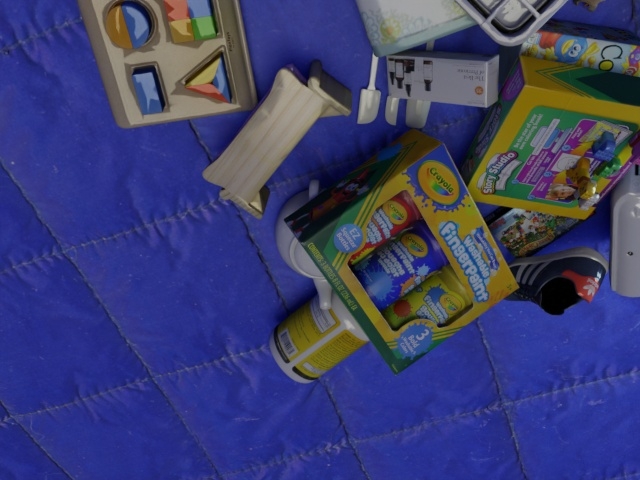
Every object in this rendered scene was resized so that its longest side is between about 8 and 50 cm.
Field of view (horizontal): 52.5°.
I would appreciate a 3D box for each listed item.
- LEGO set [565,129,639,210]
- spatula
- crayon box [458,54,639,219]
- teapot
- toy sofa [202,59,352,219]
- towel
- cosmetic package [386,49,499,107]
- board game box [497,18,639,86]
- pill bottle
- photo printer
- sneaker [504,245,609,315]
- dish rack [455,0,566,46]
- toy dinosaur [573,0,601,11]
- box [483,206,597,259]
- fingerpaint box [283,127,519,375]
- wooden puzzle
[{"bbox_3d":[0.578,-0.134,1.340,0.087,0.093,0.227,14,144,-11],"label":"LEGO set"},{"bbox_3d":[0.181,-0.377,1.488,0.168,0.019,0.241,5,118,-3],"label":"spatula"},{"bbox_3d":[0.512,-0.210,1.418,0.314,0.106,0.362,10,145,-5],"label":"crayon box"},{"bbox_3d":[0.000,0.000,1.620,0.256,0.187,0.252,36,114,-19],"label":"teapot"},{"bbox_3d":[-0.101,-0.242,1.490,0.177,0.150,0.362,35,116,-15],"label":"toy sofa"},{"bbox_3d":[0.239,-0.581,1.315,0.375,0.090,0.320,-17,116,10],"label":"towel"},{"bbox_3d":[0.256,-0.348,1.384,0.239,0.060,0.098,15,127,36],"label":"cosmetic package"},{"bbox_3d":[0.539,-0.388,1.406,0.276,0.144,0.142,7,123,-4],"label":"board game box"},{"bbox_3d":[0.035,0.229,1.766,0.334,0.187,0.188,-39,115,22],"label":"pill bottle"},{"bbox_3d":[0.753,-0.059,1.557,0.107,0.256,0.307,2,125,25],"label":"photo printer"},{"bbox_3d":[0.556,0.125,1.647,0.131,0.148,0.350,34,153,-12],"label":"sneaker"},{"bbox_3d":[0.349,-0.572,1.227,0.333,0.072,0.285,37,114,-17],"label":"dish rack"},{"bbox_3d":[0.671,-0.584,1.308,0.200,0.127,0.295,43,97,17],"label":"toy dinosaur"},{"bbox_3d":[0.563,-0.063,1.670,0.233,0.044,0.159,-38,115,21],"label":"box"},{"bbox_3d":[0.197,0.034,1.505,0.371,0.163,0.444,-35,118,-2],"label":"fingerpaint box"},{"bbox_3d":[-0.333,-0.408,1.424,0.348,0.080,0.321,-6,122,4],"label":"wooden puzzle"}]
